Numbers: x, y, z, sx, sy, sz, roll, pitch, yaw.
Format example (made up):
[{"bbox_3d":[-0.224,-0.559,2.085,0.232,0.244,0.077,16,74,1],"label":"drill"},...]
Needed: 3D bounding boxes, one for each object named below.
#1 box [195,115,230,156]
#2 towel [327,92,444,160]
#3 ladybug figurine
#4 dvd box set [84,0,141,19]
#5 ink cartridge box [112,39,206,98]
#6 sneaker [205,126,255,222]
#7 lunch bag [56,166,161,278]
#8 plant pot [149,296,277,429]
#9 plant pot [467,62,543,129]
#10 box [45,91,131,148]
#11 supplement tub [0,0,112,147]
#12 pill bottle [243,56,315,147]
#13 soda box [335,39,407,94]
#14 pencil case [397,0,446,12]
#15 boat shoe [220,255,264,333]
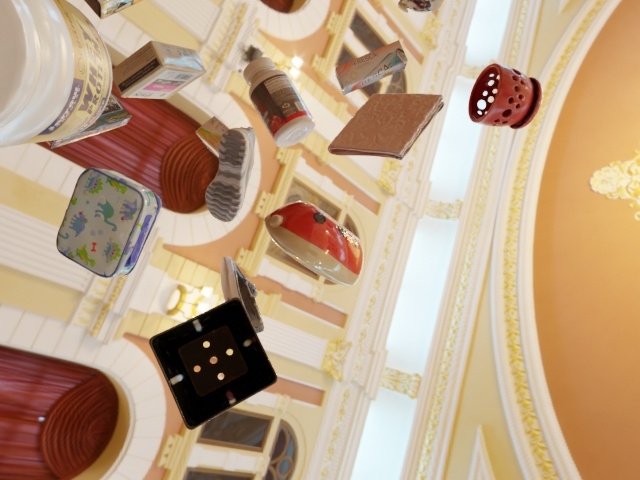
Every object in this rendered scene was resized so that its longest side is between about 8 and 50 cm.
[{"bbox_3d":[-0.384,-0.384,1.719,0.103,0.114,0.203,-43,-121,-8],"label":"box"},{"bbox_3d":[0.231,-0.410,1.537,0.317,0.053,0.332,16,-123,39],"label":"towel"},{"bbox_3d":[0.000,0.000,1.410,0.162,0.449,0.305,-52,-126,5],"label":"ladybug figurine"},{"bbox_3d":[-0.429,-0.727,0.983,0.420,0.307,0.062,-44,-169,-27],"label":"dvd box set"},{"bbox_3d":[-0.513,-0.537,1.384,0.193,0.088,0.235,-23,-172,24],"label":"ink cartridge box"},{"bbox_3d":[-0.219,-0.170,1.146,0.281,0.105,0.115,-64,174,33],"label":"sneaker"},{"bbox_3d":[-0.465,-0.036,0.958,0.219,0.176,0.090,-66,172,7],"label":"lunch bag"},{"bbox_3d":[-0.223,0.251,0.903,0.187,0.188,0.167,62,-21,8],"label":"plant pot"},{"bbox_3d":[0.607,-0.465,1.415,0.191,0.174,0.191,-173,-90,-79],"label":"plant pot"},{"bbox_3d":[-0.648,-0.350,1.138,0.044,0.159,0.233,-31,-172,41],"label":"box"},{"bbox_3d":[-0.421,-0.238,0.558,0.228,0.228,0.316,-54,-160,6],"label":"supplement tub"},{"bbox_3d":[-0.167,-0.536,1.666,0.176,0.176,0.318,-34,-99,29],"label":"pill bottle"},{"bbox_3d":[0.133,-0.455,1.144,0.183,0.058,0.063,-23,-92,4],"label":"soda box"},{"bbox_3d":[0.322,-0.844,1.213,0.184,0.410,0.160,-23,-109,-8],"label":"pencil case"},{"bbox_3d":[-0.265,0.182,1.476,0.301,0.102,0.108,65,-35,31],"label":"boat shoe"}]
